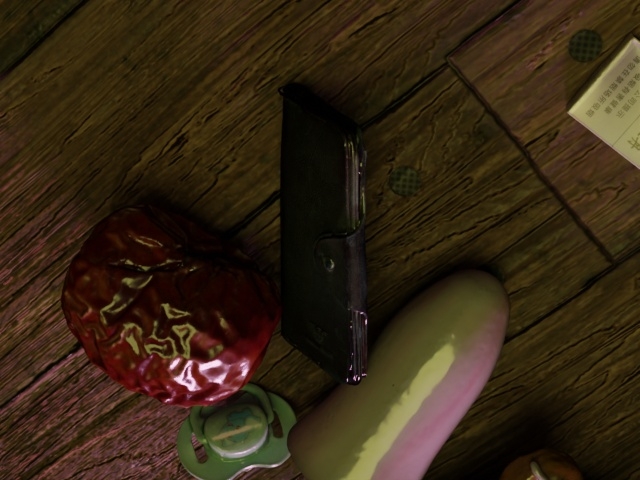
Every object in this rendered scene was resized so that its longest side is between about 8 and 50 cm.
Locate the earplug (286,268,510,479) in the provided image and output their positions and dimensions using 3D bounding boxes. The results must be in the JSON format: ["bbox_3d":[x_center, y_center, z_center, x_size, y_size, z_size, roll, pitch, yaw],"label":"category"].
[{"bbox_3d":[0.110,0.159,1.467,0.172,0.172,0.301,31,108,-7],"label":"earplug"}]

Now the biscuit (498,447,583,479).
[{"bbox_3d":[0.155,0.410,1.542,0.432,0.064,0.283,-32,140,13],"label":"biscuit"}]

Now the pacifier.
[{"bbox_3d":[-0.103,0.244,1.569,0.150,0.126,0.116,-23,152,-11],"label":"pacifier"}]

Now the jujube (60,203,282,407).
[{"bbox_3d":[-0.168,0.079,1.429,0.232,0.213,0.213,29,114,2],"label":"jujube"}]

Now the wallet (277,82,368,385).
[{"bbox_3d":[0.000,0.000,1.408,0.045,0.172,0.318,-13,119,-25],"label":"wallet"}]

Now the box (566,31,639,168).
[{"bbox_3d":[0.376,-0.123,1.372,0.198,0.029,0.109,36,113,-8],"label":"box"}]
